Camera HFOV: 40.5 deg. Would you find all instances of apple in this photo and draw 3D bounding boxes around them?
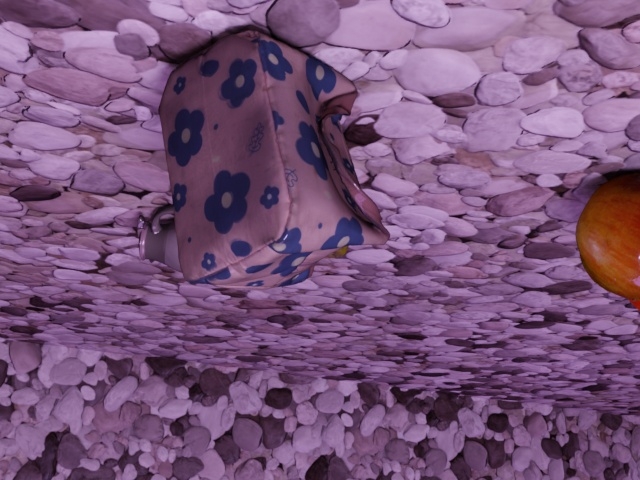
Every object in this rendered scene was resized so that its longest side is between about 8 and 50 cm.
[{"bbox_3d":[0.446,-0.008,1.169,0.173,0.195,0.160,32,141,33],"label":"apple"}]

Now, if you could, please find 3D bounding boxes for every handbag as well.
[{"bbox_3d":[-0.045,-0.078,0.937,0.190,0.251,0.193,-23,159,36],"label":"handbag"}]

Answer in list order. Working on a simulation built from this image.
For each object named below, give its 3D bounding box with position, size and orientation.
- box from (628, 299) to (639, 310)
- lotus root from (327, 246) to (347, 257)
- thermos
[{"bbox_3d":[0.543,0.028,1.227,0.245,0.139,0.035,-19,115,1],"label":"box"},{"bbox_3d":[0.000,0.000,1.419,0.099,0.054,0.049,10,169,-21],"label":"lotus root"},{"bbox_3d":[-0.198,-0.002,1.398,0.193,0.105,0.137,8,135,3],"label":"thermos"}]
